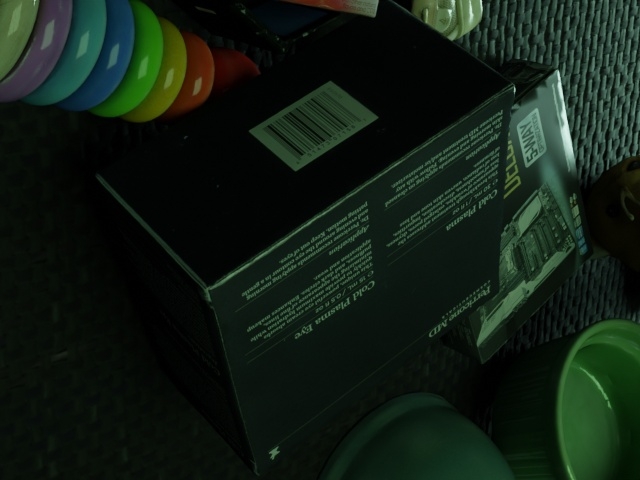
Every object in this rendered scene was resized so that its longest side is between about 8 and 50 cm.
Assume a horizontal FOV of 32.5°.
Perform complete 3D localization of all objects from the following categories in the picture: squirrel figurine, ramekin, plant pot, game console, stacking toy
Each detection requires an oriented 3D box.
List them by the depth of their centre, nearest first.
[{"bbox_3d":[-0.177,-0.160,0.961,0.330,0.141,0.141,13,99,-51],"label":"stacking toy"},{"bbox_3d":[-0.063,-0.221,1.023,0.107,0.122,0.071,36,82,-44],"label":"game console"},{"bbox_3d":[0.152,0.370,1.416,0.293,0.196,0.293,-17,119,-35],"label":"plant pot"},{"bbox_3d":[0.536,0.055,1.524,0.281,0.370,0.397,-49,146,-17],"label":"squirrel figurine"},{"bbox_3d":[0.382,0.269,1.536,0.303,0.148,0.303,11,70,-34],"label":"ramekin"}]

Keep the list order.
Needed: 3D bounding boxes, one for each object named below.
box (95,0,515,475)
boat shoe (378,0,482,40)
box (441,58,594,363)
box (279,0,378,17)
[{"bbox_3d":[0.000,0.000,1.064,0.343,0.179,0.312,-34,144,-21],"label":"box"},{"bbox_3d":[0.077,-0.304,1.092,0.110,0.121,0.341,-41,141,-10],"label":"boat shoe"},{"bbox_3d":[0.222,-0.036,1.386,0.242,0.076,0.307,-40,130,-25],"label":"box"},{"bbox_3d":[-0.070,-0.276,0.931,0.257,0.122,0.128,2,106,-37],"label":"box"}]
